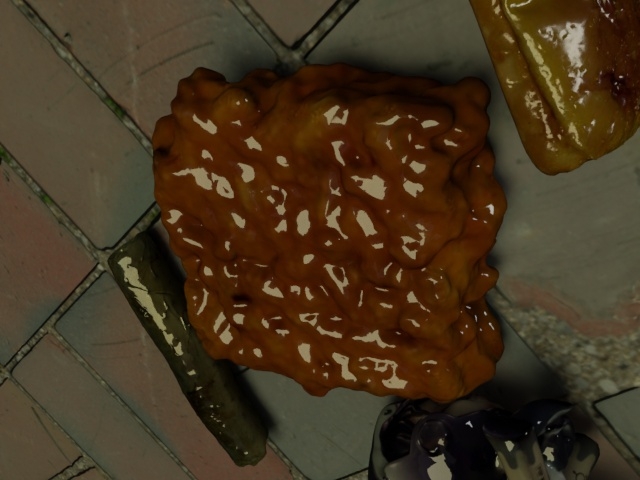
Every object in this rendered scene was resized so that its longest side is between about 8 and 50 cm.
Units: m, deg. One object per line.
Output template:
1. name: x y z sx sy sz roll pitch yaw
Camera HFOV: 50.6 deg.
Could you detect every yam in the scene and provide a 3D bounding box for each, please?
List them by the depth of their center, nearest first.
1. yam: -0.151 0.135 0.801 0.067 0.071 0.318 -28 106 1

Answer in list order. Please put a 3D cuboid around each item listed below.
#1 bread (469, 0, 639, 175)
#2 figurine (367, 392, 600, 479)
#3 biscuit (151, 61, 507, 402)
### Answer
1. bread: 0.125 -0.178 0.398 0.077 0.139 0.271 -8 113 44
2. figurine: 0.136 0.214 0.640 0.222 0.145 0.145 -16 110 49
3. biscuit: 0.000 0.000 0.601 0.317 0.110 0.312 9 125 25
